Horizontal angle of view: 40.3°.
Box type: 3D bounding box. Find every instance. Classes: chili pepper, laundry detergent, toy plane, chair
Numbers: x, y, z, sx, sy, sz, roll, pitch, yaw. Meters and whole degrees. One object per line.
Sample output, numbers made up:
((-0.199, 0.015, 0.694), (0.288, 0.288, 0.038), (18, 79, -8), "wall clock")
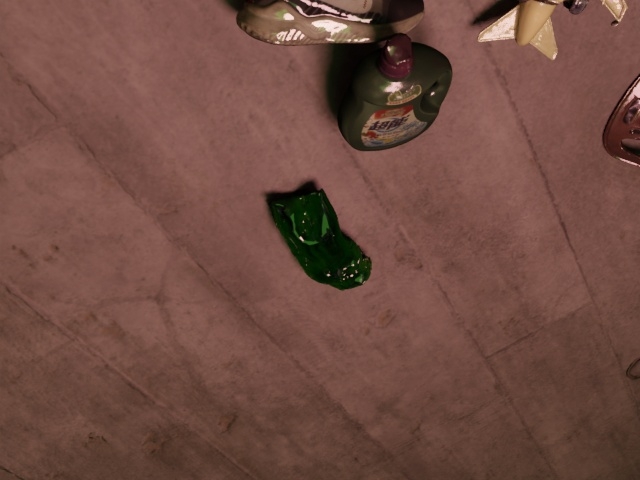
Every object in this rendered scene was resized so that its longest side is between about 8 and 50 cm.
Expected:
((0.000, 0.002, 1.273), (0.098, 0.061, 0.224), (-26, 137, 14), "chili pepper")
((0.095, -0.188, 1.058), (0.144, 0.078, 0.221), (-17, 164, -10), "laundry detergent")
((0.283, -0.336, 1.049), (0.229, 0.092, 0.244), (11, 131, -11), "toy plane")
((0.616, -0.154, 1.327), (0.326, 0.183, 0.175), (32, 126, 11), "chair")

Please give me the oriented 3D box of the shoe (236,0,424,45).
((0.015, -0.286, 0.993), (0.228, 0.099, 0.112), (-11, 121, -17), "shoe")
